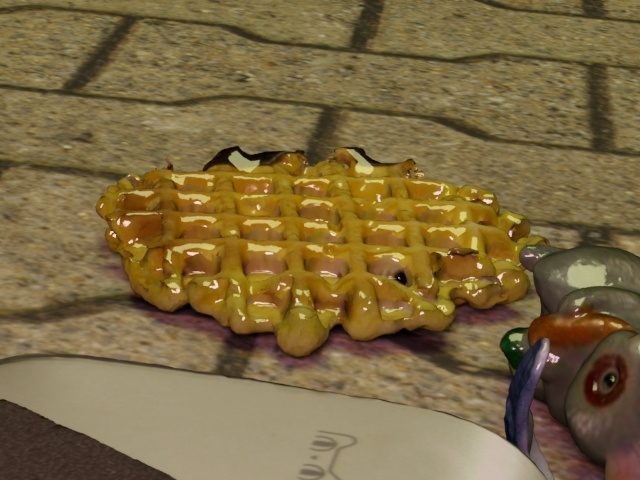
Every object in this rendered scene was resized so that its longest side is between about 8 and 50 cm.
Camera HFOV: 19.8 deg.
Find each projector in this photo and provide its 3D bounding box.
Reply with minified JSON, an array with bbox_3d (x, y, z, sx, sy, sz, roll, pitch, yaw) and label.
[{"bbox_3d":[-0.057,0.203,0.581,0.249,0.248,0.249,8,22,9],"label":"projector"}]

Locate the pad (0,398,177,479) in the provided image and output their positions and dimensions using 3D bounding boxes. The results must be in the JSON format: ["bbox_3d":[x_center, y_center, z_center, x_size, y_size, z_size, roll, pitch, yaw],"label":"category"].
[{"bbox_3d":[-0.069,0.099,0.498,0.211,0.003,0.143,20,27,35],"label":"pad"}]

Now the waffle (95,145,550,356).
[{"bbox_3d":[0.000,-0.003,1.360,0.312,0.060,0.307,-12,30,-36],"label":"waffle"}]

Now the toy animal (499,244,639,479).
[{"bbox_3d":[0.190,0.084,1.115,0.138,0.108,0.236,-3,24,-18],"label":"toy animal"}]

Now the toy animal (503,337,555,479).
[{"bbox_3d":[0.156,0.159,0.851,0.239,0.176,0.255,54,18,10],"label":"toy animal"}]
